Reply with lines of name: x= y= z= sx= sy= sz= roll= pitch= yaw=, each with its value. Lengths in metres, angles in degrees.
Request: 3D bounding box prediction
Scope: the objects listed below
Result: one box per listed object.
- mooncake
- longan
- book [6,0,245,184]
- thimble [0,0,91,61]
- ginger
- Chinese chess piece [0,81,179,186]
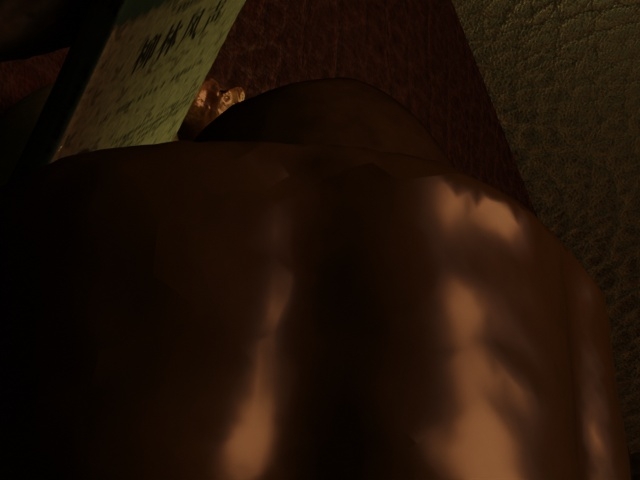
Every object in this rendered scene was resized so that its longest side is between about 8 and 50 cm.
mooncake: x=-0.036 y=0.140 z=1.113 sx=0.467 sy=0.467 sz=0.262 roll=48 pitch=40 yaw=-56
longan: x=-0.003 y=-0.002 z=1.620 sx=0.297 sy=0.297 sz=0.297 roll=-17 pitch=90 yaw=-74
book: x=-0.088 y=-0.174 z=1.174 sx=0.031 sy=0.379 sz=0.264 roll=33 pitch=28 yaw=6
thimble: x=-0.221 y=-0.253 z=1.154 sx=0.195 sy=0.291 sz=0.291 roll=-50 pitch=122 yaw=-71
ginger: x=-0.104 y=-0.096 z=1.774 sx=0.089 sy=0.075 sz=0.288 roll=-20 pitch=96 yaw=-33
Chinese chess piece: x=-0.167 y=-0.008 z=1.421 sx=0.250 sy=0.101 sz=0.250 roll=-18 pitch=90 yaw=-74
